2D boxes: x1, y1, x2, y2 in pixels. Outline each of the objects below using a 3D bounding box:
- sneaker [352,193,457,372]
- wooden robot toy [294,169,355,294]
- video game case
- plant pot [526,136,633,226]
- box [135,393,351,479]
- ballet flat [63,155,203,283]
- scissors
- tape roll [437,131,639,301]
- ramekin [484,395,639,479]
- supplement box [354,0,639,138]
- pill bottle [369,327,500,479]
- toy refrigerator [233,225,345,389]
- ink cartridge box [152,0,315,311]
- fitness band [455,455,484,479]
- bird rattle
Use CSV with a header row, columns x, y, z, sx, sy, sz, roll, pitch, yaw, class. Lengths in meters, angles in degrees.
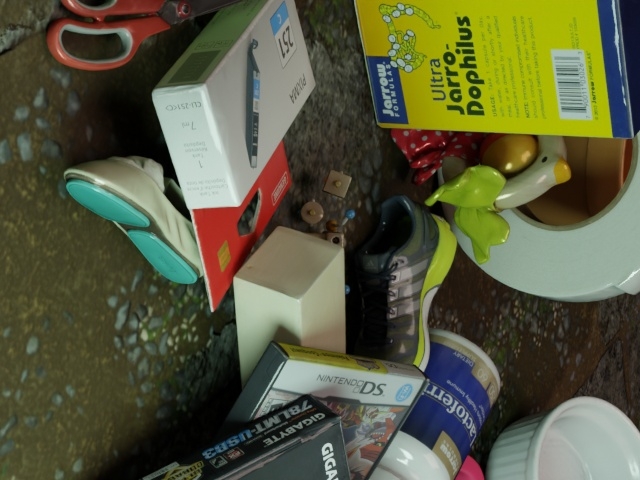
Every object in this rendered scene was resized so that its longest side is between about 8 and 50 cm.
x,y,z,sx,sy,sz,roll,pitch,yaw,class
0.082,0.074,1.991,0.121,0.111,0.300,44,51,-42,sneaker
0.000,0.000,1.893,0.079,0.076,0.173,-145,-121,-87,wooden robot toy
-0.028,0.246,1.737,0.248,0.035,0.275,14,112,-47,video game case
0.427,-0.125,2.395,0.291,0.203,0.291,-15,108,-56,plant pot
-0.093,0.350,1.639,0.293,0.073,0.296,-22,122,-24,box
-0.180,-0.039,1.567,0.248,0.086,0.086,53,51,-58,ballet flat
-0.156,-0.224,1.582,0.297,0.021,0.109,-2,91,-46,scissors
0.343,-0.108,2.093,0.072,0.392,0.392,17,80,-57,tape roll
0.381,0.387,2.385,0.277,0.135,0.277,13,68,-36,ramekin
0.252,-0.259,1.954,0.194,0.356,0.195,-43,129,-47,supplement box
0.119,0.254,2.013,0.265,0.153,0.153,-57,139,-36,pill bottle
-0.035,0.123,1.758,0.102,0.094,0.270,-50,149,-41,toy refrigerator
-0.074,-0.109,1.672,0.296,0.066,0.261,-62,144,-55,ink cartridge box
0.155,0.396,2.191,0.291,0.054,0.209,23,73,-58,fitness band
0.218,-0.095,2.017,0.253,0.207,0.143,-104,172,-58,bird rattle
